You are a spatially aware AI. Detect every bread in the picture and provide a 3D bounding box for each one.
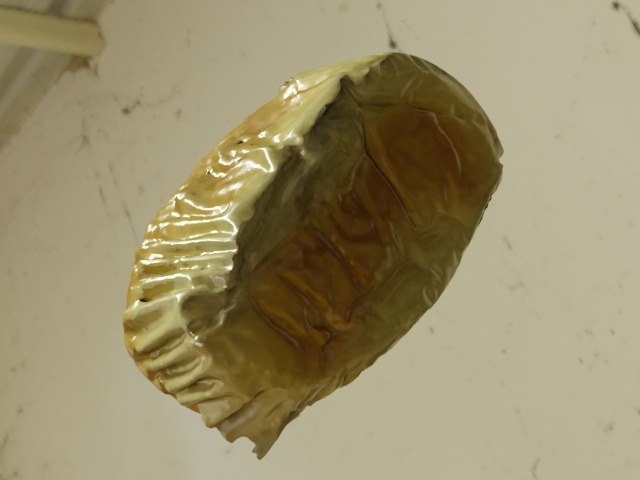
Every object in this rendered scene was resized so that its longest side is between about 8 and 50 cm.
[{"bbox_3d":[-0.007,-0.011,0.895,0.388,0.236,0.183,-44,10,-30],"label":"bread"}]
